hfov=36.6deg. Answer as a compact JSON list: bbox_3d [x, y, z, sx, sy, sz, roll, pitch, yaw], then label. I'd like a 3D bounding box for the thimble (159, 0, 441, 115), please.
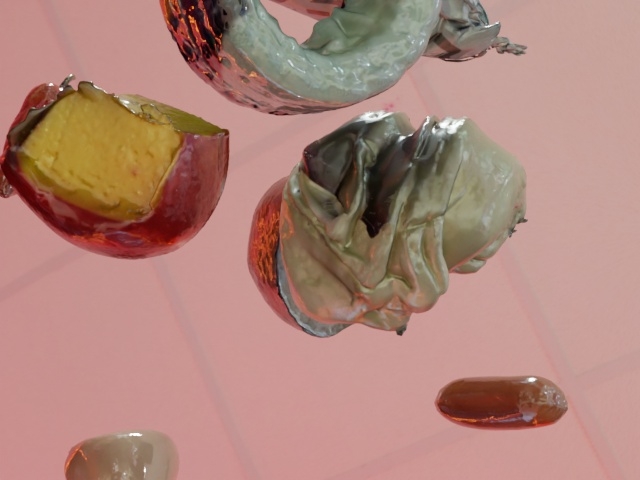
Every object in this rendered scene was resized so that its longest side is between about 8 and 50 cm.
[{"bbox_3d":[-0.011,-0.223,0.816,0.150,0.237,0.237,5,-86,64],"label":"thimble"}]

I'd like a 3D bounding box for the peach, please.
[{"bbox_3d":[-0.123,-0.044,0.636,0.151,0.151,0.118,-25,-92,20],"label":"peach"}]

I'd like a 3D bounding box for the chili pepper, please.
[{"bbox_3d":[-0.356,-0.133,1.205,0.063,0.272,0.071,7,-47,3],"label":"chili pepper"}]

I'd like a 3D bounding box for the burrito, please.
[{"bbox_3d":[0.011,-0.286,1.034,0.446,0.139,0.101,27,-58,13],"label":"burrito"}]

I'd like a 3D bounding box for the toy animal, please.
[{"bbox_3d":[-0.295,0.401,1.434,0.195,0.213,0.256,-3,-118,-18],"label":"toy animal"}]

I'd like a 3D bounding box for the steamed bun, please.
[{"bbox_3d":[0.085,-0.046,1.199,0.320,0.206,0.275,-39,-138,-15],"label":"steamed bun"}]

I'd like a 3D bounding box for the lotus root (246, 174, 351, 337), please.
[{"bbox_3d":[0.000,0.000,1.455,0.192,0.272,0.272,18,-80,61],"label":"lotus root"}]

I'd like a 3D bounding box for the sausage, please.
[{"bbox_3d":[0.229,0.210,1.245,0.194,0.077,0.077,-11,-93,50],"label":"sausage"}]
